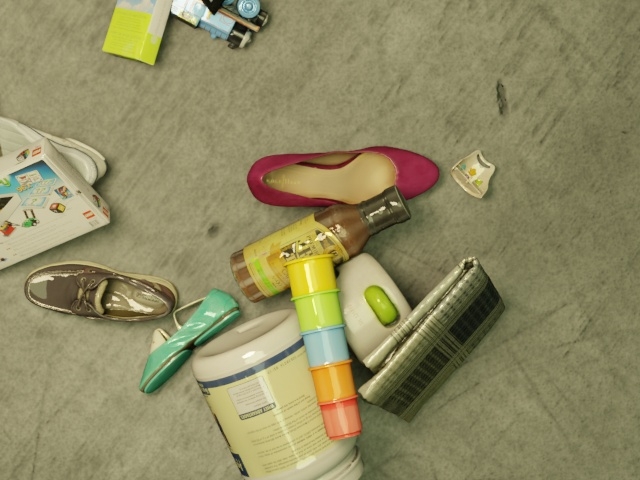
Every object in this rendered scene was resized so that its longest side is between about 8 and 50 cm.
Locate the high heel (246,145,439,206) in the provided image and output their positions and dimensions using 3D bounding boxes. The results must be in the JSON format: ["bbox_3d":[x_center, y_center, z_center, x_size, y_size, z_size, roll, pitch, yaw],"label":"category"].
[{"bbox_3d":[0.052,-0.110,1.705,0.377,0.181,0.127,-7,96,-7],"label":"high heel"}]

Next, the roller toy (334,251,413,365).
[{"bbox_3d":[0.078,0.134,1.727,0.146,0.191,0.209,-34,140,-4],"label":"roller toy"}]

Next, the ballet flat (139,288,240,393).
[{"bbox_3d":[-0.266,0.183,1.750,0.247,0.083,0.087,-42,74,-3],"label":"ballet flat"}]

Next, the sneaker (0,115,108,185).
[{"bbox_3d":[-0.511,-0.159,1.677,0.258,0.091,0.094,25,107,11],"label":"sneaker"}]

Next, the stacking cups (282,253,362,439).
[{"bbox_3d":[0.007,0.186,1.598,0.096,0.096,0.316,-10,86,-7],"label":"stacking cups"}]

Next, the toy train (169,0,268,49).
[{"bbox_3d":[-0.192,-0.430,1.702,0.184,0.080,0.105,26,100,-11],"label":"toy train"}]

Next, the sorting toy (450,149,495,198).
[{"bbox_3d":[0.306,-0.137,1.811,0.083,0.045,0.075,46,81,-8],"label":"sorting toy"}]

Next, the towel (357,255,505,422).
[{"bbox_3d":[0.210,0.194,1.723,0.056,0.312,0.324,40,88,28],"label":"towel"}]

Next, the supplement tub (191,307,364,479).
[{"bbox_3d":[-0.072,0.315,1.699,0.235,0.235,0.324,-25,97,-5],"label":"supplement tub"}]

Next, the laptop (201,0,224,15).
[{"bbox_3d":[-0.269,-0.558,1.648,0.264,0.136,0.234,17,55,11],"label":"laptop"}]

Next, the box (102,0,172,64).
[{"bbox_3d":[-0.327,-0.418,1.670,0.109,0.042,0.178,20,94,36],"label":"box"}]

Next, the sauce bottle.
[{"bbox_3d":[0.000,0.000,1.704,0.344,0.111,0.111,-27,98,12],"label":"sauce bottle"}]

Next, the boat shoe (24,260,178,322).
[{"bbox_3d":[-0.410,0.099,1.706,0.285,0.092,0.102,10,94,-8],"label":"boat shoe"}]

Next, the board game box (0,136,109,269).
[{"bbox_3d":[-0.552,-0.046,1.602,0.305,0.053,0.193,-21,136,12],"label":"board game box"}]

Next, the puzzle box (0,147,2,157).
[{"bbox_3d":[-0.781,-0.177,1.625,0.409,0.052,0.272,-10,96,2],"label":"puzzle box"}]
